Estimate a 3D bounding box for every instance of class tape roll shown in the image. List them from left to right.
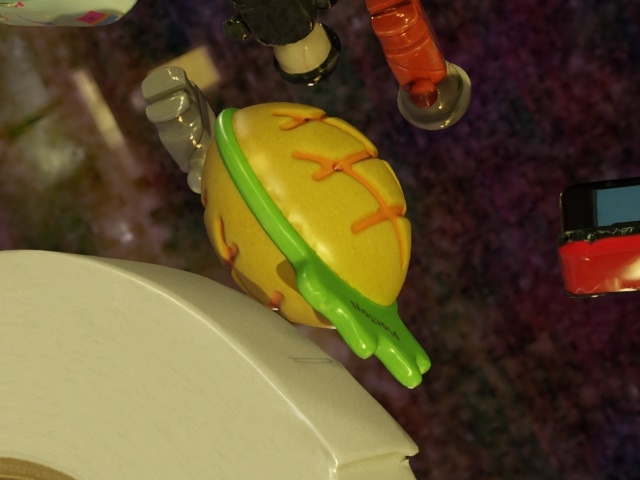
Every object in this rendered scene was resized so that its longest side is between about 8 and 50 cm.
[{"bbox_3d":[-0.117,0.197,0.731,0.072,0.392,0.392,7,-131,-59],"label":"tape roll"}]

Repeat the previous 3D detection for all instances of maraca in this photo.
[{"bbox_3d":[0.000,0.000,0.854,0.127,0.099,0.185,31,-158,-45],"label":"maraca"}]

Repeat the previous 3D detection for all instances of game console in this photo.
[{"bbox_3d":[0.200,-0.020,0.905,0.124,0.144,0.085,59,-154,-67],"label":"game console"}]

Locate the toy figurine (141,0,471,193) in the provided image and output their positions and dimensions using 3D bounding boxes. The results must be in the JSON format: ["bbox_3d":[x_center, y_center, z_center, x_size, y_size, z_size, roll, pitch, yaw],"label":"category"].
[{"bbox_3d":[-0.011,-0.106,1.300,0.213,0.209,0.148,21,160,31],"label":"toy figurine"}]

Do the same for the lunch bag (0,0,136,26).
[{"bbox_3d":[-0.236,-0.315,1.406,0.224,0.279,0.108,7,175,38],"label":"lunch bag"}]
